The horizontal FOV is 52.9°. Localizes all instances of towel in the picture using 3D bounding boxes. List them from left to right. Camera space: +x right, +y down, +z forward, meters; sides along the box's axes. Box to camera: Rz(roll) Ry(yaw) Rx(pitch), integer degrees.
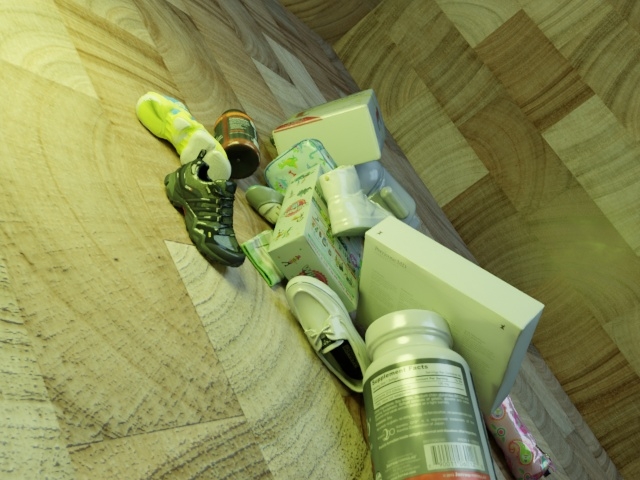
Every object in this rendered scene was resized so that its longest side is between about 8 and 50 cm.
[{"bbox_3d":[-0.107,0.035,1.386,0.113,0.023,0.152,52,19,1],"label":"towel"}]

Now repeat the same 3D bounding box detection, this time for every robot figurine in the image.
[{"bbox_3d":[0.160,-0.126,2.022,0.353,0.200,0.300,43,-19,-25],"label":"robot figurine"}]

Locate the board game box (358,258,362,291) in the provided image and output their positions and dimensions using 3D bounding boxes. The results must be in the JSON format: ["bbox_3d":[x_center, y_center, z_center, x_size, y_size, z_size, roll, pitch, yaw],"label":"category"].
[{"bbox_3d":[0.072,0.053,1.740,0.181,0.043,0.092,60,19,21],"label":"board game box"}]

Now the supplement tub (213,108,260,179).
[{"bbox_3d":[-0.201,-0.238,1.532,0.106,0.106,0.198,39,23,-34],"label":"supplement tub"}]

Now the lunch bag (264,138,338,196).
[{"bbox_3d":[-0.029,-0.140,1.654,0.219,0.176,0.090,53,14,-3],"label":"lunch bag"}]

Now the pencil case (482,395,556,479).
[{"bbox_3d":[0.544,0.548,1.833,0.124,0.124,0.284,21,35,-57],"label":"pencil case"}]

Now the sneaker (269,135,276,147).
[{"bbox_3d":[-0.118,-0.280,1.915,0.083,0.031,0.035,38,24,-36],"label":"sneaker"}]

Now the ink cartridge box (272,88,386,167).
[{"bbox_3d":[0.039,-0.323,1.930,0.384,0.279,0.160,-68,142,-70],"label":"ink cartridge box"}]

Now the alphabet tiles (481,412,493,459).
[{"bbox_3d":[0.359,0.434,1.642,0.285,0.011,0.342,32,41,-47],"label":"alphabet tiles"}]

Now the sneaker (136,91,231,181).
[{"bbox_3d":[-0.274,-0.226,1.364,0.240,0.091,0.126,47,19,-14],"label":"sneaker"}]

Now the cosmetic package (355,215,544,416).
[{"bbox_3d":[0.252,0.157,1.367,0.377,0.284,0.097,33,52,29],"label":"cosmetic package"}]

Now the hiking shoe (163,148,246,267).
[{"bbox_3d":[-0.197,-0.058,1.199,0.227,0.114,0.086,55,19,7],"label":"hiking shoe"}]

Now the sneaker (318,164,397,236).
[{"bbox_3d":[0.093,-0.098,1.509,0.292,0.108,0.169,3,69,-66],"label":"sneaker"}]

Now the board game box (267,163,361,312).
[{"bbox_3d":[0.000,0.000,1.466,0.224,0.097,0.303,55,24,-26],"label":"board game box"}]

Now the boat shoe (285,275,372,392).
[{"bbox_3d":[0.018,0.192,1.293,0.267,0.096,0.088,59,16,-15],"label":"boat shoe"}]

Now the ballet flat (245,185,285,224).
[{"bbox_3d":[-0.092,-0.061,1.524,0.213,0.072,0.068,32,31,-47],"label":"ballet flat"}]

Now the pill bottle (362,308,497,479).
[{"bbox_3d":[0.188,0.323,1.179,0.210,0.210,0.363,37,35,-38],"label":"pill bottle"}]
